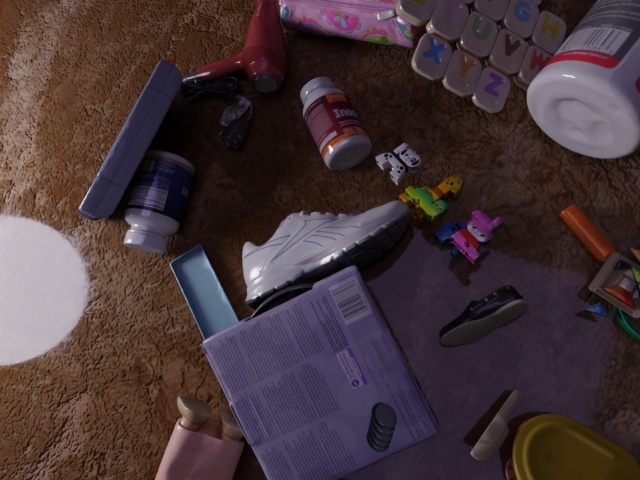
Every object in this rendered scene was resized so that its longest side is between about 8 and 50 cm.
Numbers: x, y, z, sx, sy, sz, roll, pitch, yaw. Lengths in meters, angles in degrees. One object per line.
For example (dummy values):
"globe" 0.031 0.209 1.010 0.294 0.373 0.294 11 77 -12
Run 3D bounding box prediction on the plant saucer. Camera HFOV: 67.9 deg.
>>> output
"plant saucer" -0.191 0.100 0.810 0.067 0.018 0.192 -32 68 2

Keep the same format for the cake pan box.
"cake pan box" -0.004 0.194 0.670 0.245 0.070 0.267 -28 88 2

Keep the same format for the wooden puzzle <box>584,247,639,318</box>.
"wooden puzzle" 0.422 0.059 0.655 0.078 0.014 0.116 28 82 19

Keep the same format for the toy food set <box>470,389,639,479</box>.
"toy food set" 0.306 0.299 0.610 0.218 0.071 0.128 31 58 18

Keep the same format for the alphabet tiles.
"alphabet tiles" 0.267 -0.361 0.773 0.284 0.021 0.278 25 79 -9

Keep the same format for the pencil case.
"pencil case" 0.066 -0.424 0.857 0.284 0.124 0.124 18 78 19

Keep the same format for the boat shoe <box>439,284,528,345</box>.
"boat shoe" 0.232 0.112 0.694 0.133 0.049 0.042 -31 41 10

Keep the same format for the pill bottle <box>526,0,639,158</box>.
"pill bottle" 0.467 -0.290 0.690 0.176 0.176 0.318 38 85 21

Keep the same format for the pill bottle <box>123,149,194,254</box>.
"pill bottle" -0.289 -0.065 0.844 0.094 0.094 0.169 8 75 15

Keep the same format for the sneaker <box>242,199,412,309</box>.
"sneaker" 0.000 0.000 0.751 0.297 0.111 0.129 -24 64 4

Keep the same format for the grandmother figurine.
"grandmother figurine" -0.205 0.415 0.675 0.207 0.104 0.342 22 81 4

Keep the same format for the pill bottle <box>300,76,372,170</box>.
"pill bottle" 0.021 -0.203 0.817 0.086 0.086 0.152 -26 69 4

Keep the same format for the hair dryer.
"hair dryer" -0.166 -0.338 0.902 0.223 0.080 0.293 34 86 21

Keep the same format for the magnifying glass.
"magnifying glass" 0.428 0.045 0.679 0.092 0.026 0.231 -32 71 2

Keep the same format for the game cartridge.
"game cartridge" -0.341 -0.171 0.849 0.060 0.196 0.294 28 79 -22

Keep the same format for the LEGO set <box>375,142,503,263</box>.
"LEGO set" 0.195 -0.064 0.737 0.093 0.087 0.227 -36 62 -3
